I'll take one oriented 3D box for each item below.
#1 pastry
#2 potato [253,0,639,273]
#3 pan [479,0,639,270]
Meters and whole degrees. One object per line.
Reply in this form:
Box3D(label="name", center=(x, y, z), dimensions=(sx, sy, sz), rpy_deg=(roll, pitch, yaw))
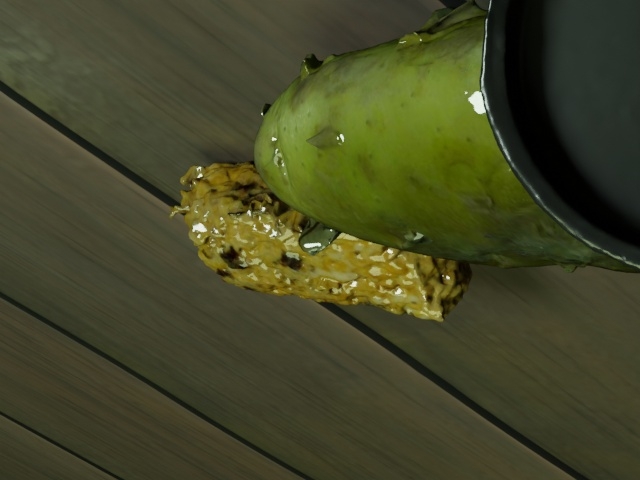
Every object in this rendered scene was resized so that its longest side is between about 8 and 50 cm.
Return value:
Box3D(label="pastry", center=(0.000, 0.000, 0.731), dimensions=(0.140, 0.056, 0.080), rpy_deg=(7, 141, 34))
Box3D(label="potato", center=(0.069, -0.036, 0.554), dimensions=(0.225, 0.090, 0.117), rpy_deg=(-2, 143, 36))
Box3D(label="pan", center=(0.078, -0.088, 0.455), dimensions=(0.235, 0.136, 0.028), rpy_deg=(39, -163, 3))
